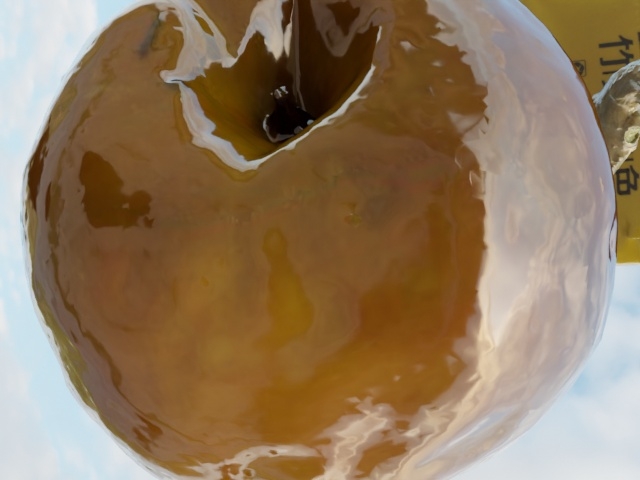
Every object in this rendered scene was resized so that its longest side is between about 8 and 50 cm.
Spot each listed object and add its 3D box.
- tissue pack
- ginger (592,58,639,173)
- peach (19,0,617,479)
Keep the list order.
[{"bbox_3d":[0.408,-0.154,1.033,0.293,0.228,0.382,-2,-92,15],"label":"tissue pack"},{"bbox_3d":[0.291,-0.123,0.723,0.069,0.051,0.173,57,-17,16],"label":"ginger"},{"bbox_3d":[0.000,0.000,0.474,0.343,0.342,0.302,47,-16,30],"label":"peach"}]
